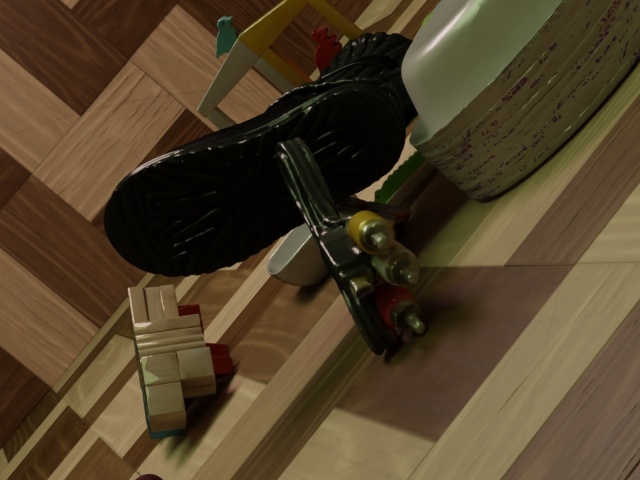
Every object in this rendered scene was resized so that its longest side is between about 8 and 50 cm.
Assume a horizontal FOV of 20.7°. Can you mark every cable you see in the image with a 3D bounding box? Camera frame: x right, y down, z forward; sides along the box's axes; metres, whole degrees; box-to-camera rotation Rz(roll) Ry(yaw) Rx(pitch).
[{"bbox_3d":[0.032,-0.001,1.606,0.072,0.139,0.287,-22,29,-3],"label":"cable"}]

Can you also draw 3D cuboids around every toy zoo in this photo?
[{"bbox_3d":[-0.002,-0.154,1.986,0.192,0.293,0.030,-47,9,14],"label":"toy zoo"}]

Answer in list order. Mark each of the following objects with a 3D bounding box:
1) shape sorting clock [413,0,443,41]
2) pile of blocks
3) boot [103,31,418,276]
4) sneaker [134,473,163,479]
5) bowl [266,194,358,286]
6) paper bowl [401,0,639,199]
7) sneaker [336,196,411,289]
[{"bbox_3d":[0.161,-0.254,2.254,0.206,0.040,0.206,-41,29,30],"label":"shape sorting clock"},{"bbox_3d":[-0.168,0.164,2.176,0.112,0.149,0.362,-8,17,-7],"label":"pile of blocks"},{"bbox_3d":[-0.046,-0.093,1.856,0.348,0.131,0.260,-20,17,14],"label":"boot"},{"bbox_3d":[-0.163,0.284,1.711,0.084,0.069,0.185,-36,20,25],"label":"sneaker"},{"bbox_3d":[0.000,0.000,2.113,0.142,0.053,0.142,-49,9,-1],"label":"bowl"},{"bbox_3d":[0.188,-0.188,1.676,0.284,0.148,0.284,-49,9,10],"label":"paper bowl"},{"bbox_3d":[0.043,0.002,1.827,0.215,0.084,0.083,-38,-44,-77],"label":"sneaker"}]
